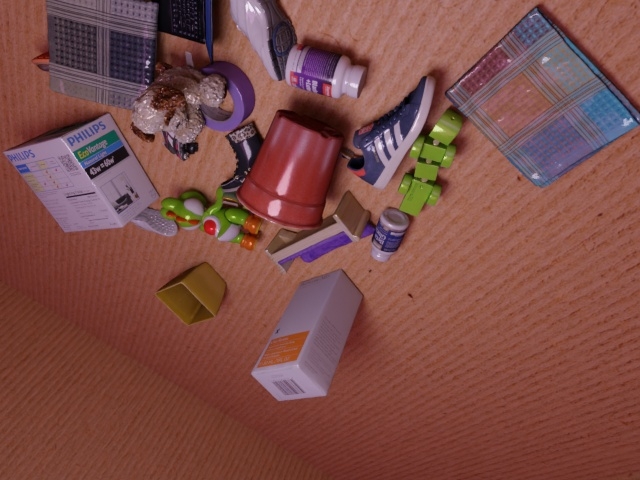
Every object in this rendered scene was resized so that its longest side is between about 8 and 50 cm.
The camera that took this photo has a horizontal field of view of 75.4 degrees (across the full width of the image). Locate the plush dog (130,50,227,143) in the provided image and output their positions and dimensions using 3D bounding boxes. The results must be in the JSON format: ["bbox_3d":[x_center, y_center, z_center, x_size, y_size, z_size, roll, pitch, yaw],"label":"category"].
[{"bbox_3d":[-0.414,-0.376,1.125,0.210,0.225,0.263,44,133,-14],"label":"plush dog"}]

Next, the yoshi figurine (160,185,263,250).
[{"bbox_3d":[-0.392,-0.098,1.531,0.363,0.203,0.203,17,169,-6],"label":"yoshi figurine"}]

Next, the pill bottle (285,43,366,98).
[{"bbox_3d":[0.016,-0.434,1.077,0.194,0.108,0.108,19,132,9],"label":"pill bottle"}]

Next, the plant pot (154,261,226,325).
[{"bbox_3d":[-0.543,0.218,1.811,0.212,0.187,0.212,-21,117,35],"label":"plant pot"}]

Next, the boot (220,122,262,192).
[{"bbox_3d":[-0.265,-0.267,1.360,0.237,0.085,0.178,-17,116,28],"label":"boot"}]

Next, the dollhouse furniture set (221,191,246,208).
[{"bbox_3d":[-0.264,-0.157,1.438,0.152,0.076,0.058,12,138,-16],"label":"dollhouse furniture set"}]

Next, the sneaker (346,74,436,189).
[{"bbox_3d":[0.174,-0.292,1.109,0.148,0.131,0.349,25,133,-2],"label":"sneaker"}]

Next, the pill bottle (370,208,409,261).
[{"bbox_3d":[0.219,-0.013,1.345,0.094,0.094,0.169,21,133,7],"label":"pill bottle"}]

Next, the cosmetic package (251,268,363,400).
[{"bbox_3d":[-0.032,0.329,1.493,0.230,0.453,0.161,-23,115,36],"label":"cosmetic package"}]

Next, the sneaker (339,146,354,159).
[{"bbox_3d":[0.062,-0.264,1.255,0.083,0.031,0.037,31,146,5],"label":"sneaker"}]

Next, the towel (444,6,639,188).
[{"bbox_3d":[0.525,-0.319,0.995,0.370,0.040,0.271,39,131,-10],"label":"towel"}]

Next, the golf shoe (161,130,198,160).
[{"bbox_3d":[-0.475,-0.390,1.340,0.120,0.105,0.272,25,133,13],"label":"golf shoe"}]

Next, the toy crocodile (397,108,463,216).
[{"bbox_3d":[0.298,-0.203,1.160,0.115,0.105,0.340,18,137,9],"label":"toy crocodile"}]

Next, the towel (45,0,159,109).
[{"bbox_3d":[-0.630,-0.555,1.197,0.325,0.056,0.311,14,114,1],"label":"towel"}]

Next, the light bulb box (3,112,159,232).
[{"bbox_3d":[-0.883,-0.242,1.556,0.359,0.225,0.360,-3,125,27],"label":"light bulb box"}]

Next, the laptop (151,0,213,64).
[{"bbox_3d":[-0.364,-0.621,1.073,0.265,0.136,0.234,20,132,8],"label":"laptop"}]

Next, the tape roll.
[{"bbox_3d":[-0.298,-0.430,1.241,0.189,0.080,0.188,13,131,15],"label":"tape roll"}]

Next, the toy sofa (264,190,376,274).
[{"bbox_3d":[0.000,0.000,1.416,0.363,0.150,0.177,-25,113,37],"label":"toy sofa"}]

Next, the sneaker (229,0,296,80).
[{"bbox_3d":[-0.156,-0.563,1.071,0.130,0.111,0.296,7,127,40],"label":"sneaker"}]

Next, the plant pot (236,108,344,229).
[{"bbox_3d":[-0.071,-0.212,1.188,0.273,0.272,0.264,25,113,3],"label":"plant pot"}]

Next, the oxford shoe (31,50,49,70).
[{"bbox_3d":[-0.752,-0.534,1.326,0.365,0.129,0.132,12,135,14],"label":"oxford shoe"}]

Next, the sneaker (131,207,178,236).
[{"bbox_3d":[-0.695,-0.072,1.722,0.235,0.090,0.094,25,146,8],"label":"sneaker"}]
